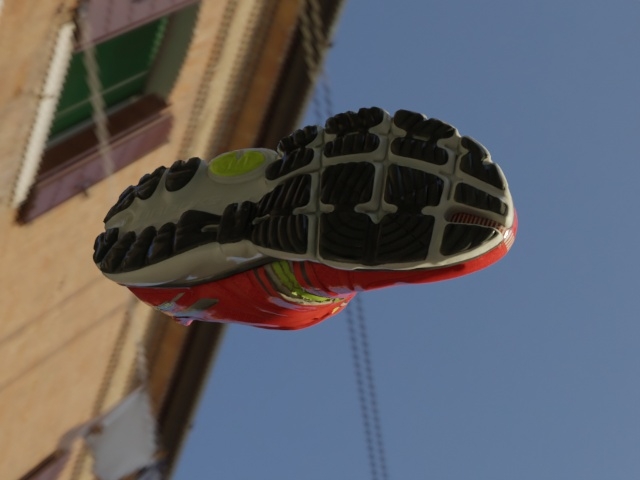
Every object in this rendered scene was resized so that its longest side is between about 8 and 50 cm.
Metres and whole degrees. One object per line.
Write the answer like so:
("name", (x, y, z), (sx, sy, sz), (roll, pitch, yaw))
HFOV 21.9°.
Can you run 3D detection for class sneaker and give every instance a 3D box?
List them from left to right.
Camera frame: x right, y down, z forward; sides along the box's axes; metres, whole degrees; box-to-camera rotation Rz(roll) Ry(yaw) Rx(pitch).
("sneaker", (0.000, 0.000, 0.982), (0.279, 0.107, 0.118), (-5, -35, 34))
